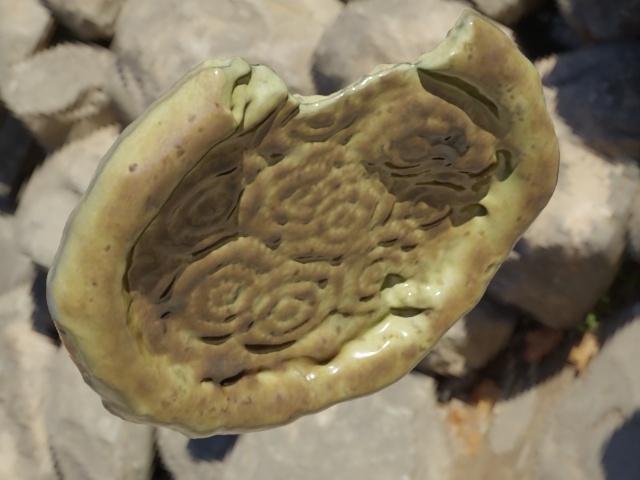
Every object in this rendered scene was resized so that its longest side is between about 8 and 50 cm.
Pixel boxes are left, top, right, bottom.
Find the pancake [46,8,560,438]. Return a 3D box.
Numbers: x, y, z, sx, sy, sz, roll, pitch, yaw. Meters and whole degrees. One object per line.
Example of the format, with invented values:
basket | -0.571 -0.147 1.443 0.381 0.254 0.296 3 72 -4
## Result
pancake | 0.000 0.000 0.696 0.029 0.235 0.212 52 154 40
